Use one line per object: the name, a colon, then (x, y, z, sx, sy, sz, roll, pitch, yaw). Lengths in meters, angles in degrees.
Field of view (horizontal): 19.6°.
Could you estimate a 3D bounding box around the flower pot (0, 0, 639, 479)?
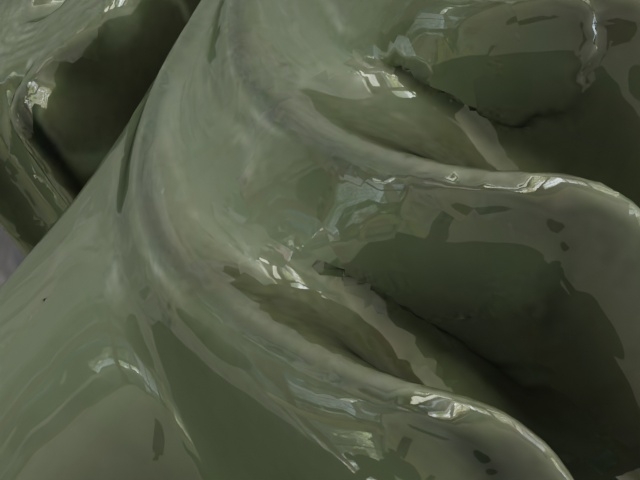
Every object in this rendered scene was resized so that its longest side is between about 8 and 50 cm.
flower pot: (0.000, 0.000, 0.522, 0.254, 0.367, 0.164, -23, 122, 17)
